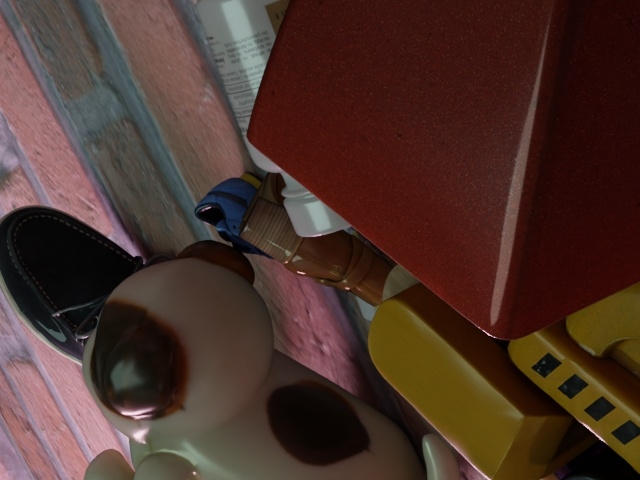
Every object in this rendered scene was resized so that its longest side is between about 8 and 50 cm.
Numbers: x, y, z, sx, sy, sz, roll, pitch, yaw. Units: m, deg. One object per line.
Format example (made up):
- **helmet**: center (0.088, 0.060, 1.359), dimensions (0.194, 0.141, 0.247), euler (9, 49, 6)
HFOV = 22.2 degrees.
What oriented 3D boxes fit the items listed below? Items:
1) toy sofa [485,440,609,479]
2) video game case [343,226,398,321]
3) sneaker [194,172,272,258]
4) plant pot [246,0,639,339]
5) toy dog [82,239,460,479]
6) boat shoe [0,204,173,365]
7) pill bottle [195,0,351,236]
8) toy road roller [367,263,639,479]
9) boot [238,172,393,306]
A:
- **toy sofa**: center (0.302, 0.277, 1.277), dimensions (0.362, 0.150, 0.177), euler (43, 151, 24)
- **video game case**: center (0.082, 0.008, 1.562), dimensions (0.227, 0.026, 0.206), euler (18, 133, 55)
- **sneaker**: center (-0.054, -0.001, 1.742), dimensions (0.209, 0.082, 0.069), euler (34, 143, 41)
- **plant pot**: center (0.139, -0.138, 1.045), dimensions (0.267, 0.267, 0.235), euler (39, 137, 37)
- **toy dog**: center (-0.091, 0.207, 1.743), dimensions (0.395, 0.284, 0.408), euler (-16, 118, 49)
- **boat shoe**: center (-0.236, 0.108, 2.094), dimensions (0.500, 0.187, 0.156), euler (43, 146, 21)
- **pill bottle**: center (-0.012, -0.127, 1.444), dimensions (0.131, 0.131, 0.229), euler (2, 115, 61)
- **toy road roller**: center (0.217, 0.062, 1.181), dimensions (0.329, 0.202, 0.240), euler (41, 137, 27)
- **boot**: center (0.000, 0.000, 1.588), dimensions (0.152, 0.073, 0.197), euler (28, -162, -6)
